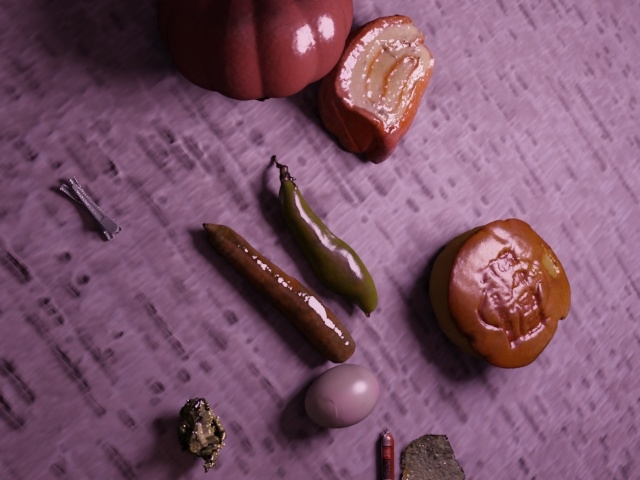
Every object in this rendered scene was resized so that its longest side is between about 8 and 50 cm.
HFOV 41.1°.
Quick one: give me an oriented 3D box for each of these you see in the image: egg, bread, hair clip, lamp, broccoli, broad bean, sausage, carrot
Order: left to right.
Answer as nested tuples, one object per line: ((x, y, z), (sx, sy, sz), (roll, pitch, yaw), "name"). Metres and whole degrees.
((-0.353, -0.051, 1.324), (0.115, 0.039, 0.030), (47, 65, -13), "hair clip")
((-0.189, 0.306, 1.353), (0.095, 0.092, 0.097), (30, 94, -7), "broccoli")
((-0.099, -0.338, 1.343), (0.305, 0.240, 0.305), (-3, 51, 3), "lamp")
((-0.067, 0.080, 1.435), (0.342, 0.070, 0.070), (45, 71, -13), "carrot")
((0.001, 0.002, 1.466), (0.075, 0.067, 0.325), (-42, 106, -29), "broad bean")
((0.037, 0.265, 1.450), (0.135, 0.103, 0.103), (-21, 96, -23), "egg")
((0.099, -0.283, 1.497), (0.190, 0.123, 0.244), (29, 75, -19), "bread")
((0.118, 0.435, 1.522), (0.028, 0.025, 0.199), (0, 87, -4), "sausage")
((0.328, 0.097, 1.566), (0.269, 0.148, 0.270), (2, 86, -24), "bread")

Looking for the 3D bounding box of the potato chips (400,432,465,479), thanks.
((0.210, 0.467, 1.546), (0.167, 0.059, 0.228), (16, 76, -29), "potato chips")
